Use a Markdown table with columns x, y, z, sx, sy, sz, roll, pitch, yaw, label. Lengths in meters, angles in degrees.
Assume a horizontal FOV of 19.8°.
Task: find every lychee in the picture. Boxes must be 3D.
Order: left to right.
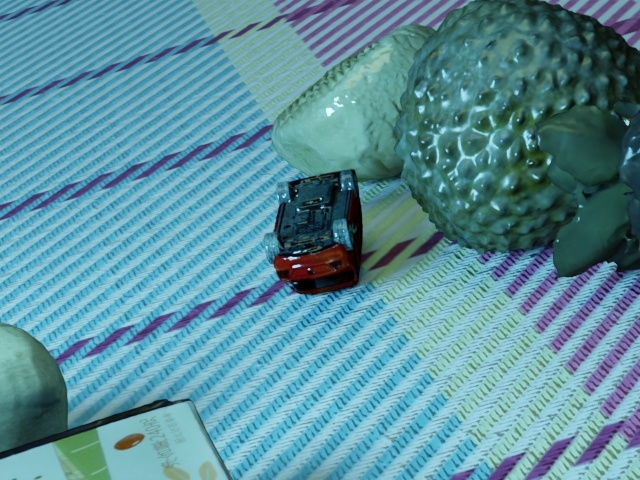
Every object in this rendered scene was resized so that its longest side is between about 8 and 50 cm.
| x | y | z | sx | sy | sz | roll | pitch | yaw | label |
| --- | --- | --- | --- | --- | --- | --- | --- | --- | --- |
| 0.198 | -0.109 | 1.751 | 0.255 | 0.255 | 0.274 | 6 | 61 | 39 | lychee |

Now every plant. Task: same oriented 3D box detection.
| x | y | z | sx | sy | sz | roll | pitch | yaw | label |
| --- | --- | --- | --- | --- | --- | --- | --- | --- | --- |
| 0.331 | -0.043 | 1.537 | 0.213 | 0.215 | 0.312 | -33 | 27 | -31 | plant |

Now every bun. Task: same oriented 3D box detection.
| x | y | z | sx | sy | sz | roll | pitch | yaw | label |
| --- | --- | --- | --- | --- | --- | --- | --- | --- | --- |
| 0.059 | -0.139 | 2.002 | 0.220 | 0.134 | 0.220 | -36 | 6 | 4 | bun |

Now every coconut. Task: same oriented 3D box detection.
| x | y | z | sx | sy | sz | roll | pitch | yaw | label |
| --- | --- | --- | --- | --- | --- | --- | --- | --- | --- |
| -0.313 | 0.162 | 1.466 | 0.224 | 0.224 | 0.224 | -12 | 23 | 5 | coconut |

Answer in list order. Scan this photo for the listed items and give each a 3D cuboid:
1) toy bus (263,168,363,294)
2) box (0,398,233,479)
| x | y | z | sx | sy | sz | roll | pitch | yaw | label |
| --- | --- | --- | --- | --- | --- | --- | --- | --- | --- |
| 0.000 | 0.000 | 1.778 | 0.081 | 0.089 | 0.195 | -11 | 23 | 8 | toy bus |
| -0.193 | 0.280 | 1.220 | 0.344 | 0.122 | 0.385 | -18 | 24 | -10 | box |
